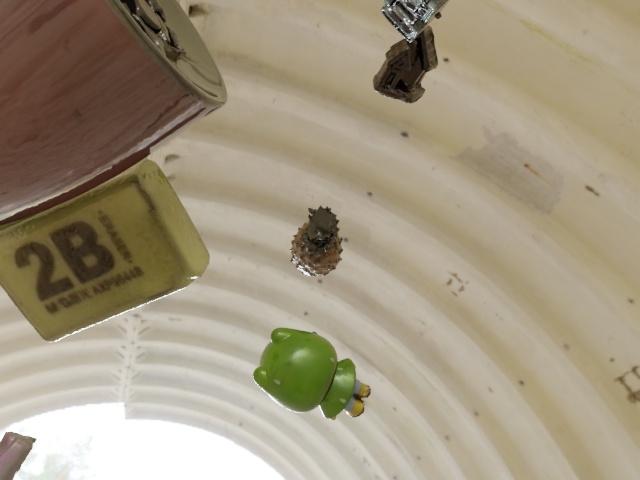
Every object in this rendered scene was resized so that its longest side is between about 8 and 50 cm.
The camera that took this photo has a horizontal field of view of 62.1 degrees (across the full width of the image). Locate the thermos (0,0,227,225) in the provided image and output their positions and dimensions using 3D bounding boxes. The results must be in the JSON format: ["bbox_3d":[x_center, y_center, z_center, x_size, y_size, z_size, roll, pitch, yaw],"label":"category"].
[{"bbox_3d":[-0.214,-0.081,0.350,0.265,0.146,0.176,-31,0,10],"label":"thermos"}]

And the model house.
[{"bbox_3d":[0.197,-0.389,1.161,0.106,0.165,0.152,34,-55,7],"label":"model house"}]

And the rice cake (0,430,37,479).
[{"bbox_3d":[-0.496,0.385,0.721,0.055,0.270,0.049,45,-35,-18],"label":"rice cake"}]

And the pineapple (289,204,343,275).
[{"bbox_3d":[0.000,0.000,1.413,0.157,0.158,0.279,-4,-18,-8],"label":"pineapple"}]

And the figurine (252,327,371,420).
[{"bbox_3d":[-0.011,0.276,1.077,0.263,0.162,0.143,32,-13,-25],"label":"figurine"}]

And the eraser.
[{"bbox_3d":[-0.205,0.011,0.491,0.172,0.058,0.117,-22,-71,9],"label":"eraser"}]

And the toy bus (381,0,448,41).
[{"bbox_3d":[0.156,-0.372,0.782,0.092,0.079,0.160,-45,3,-8],"label":"toy bus"}]
